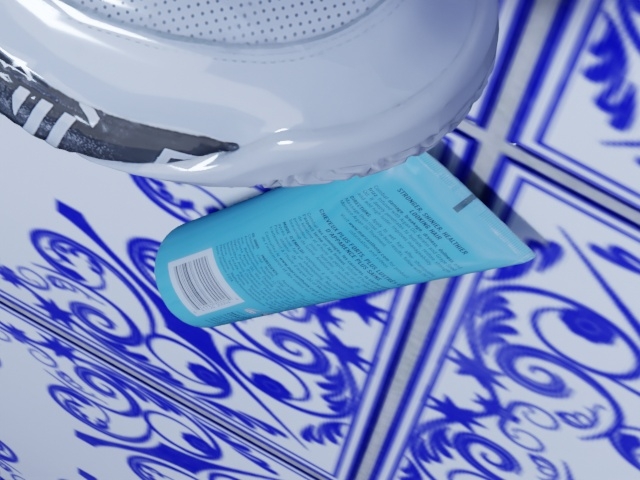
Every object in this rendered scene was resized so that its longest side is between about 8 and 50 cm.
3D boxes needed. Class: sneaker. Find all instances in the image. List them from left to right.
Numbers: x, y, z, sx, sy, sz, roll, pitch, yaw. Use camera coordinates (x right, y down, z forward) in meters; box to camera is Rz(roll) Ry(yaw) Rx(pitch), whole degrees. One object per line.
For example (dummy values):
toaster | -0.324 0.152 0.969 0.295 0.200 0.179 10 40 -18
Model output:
sneaker | -0.107 -0.155 0.546 0.366 0.137 0.210 31 160 9

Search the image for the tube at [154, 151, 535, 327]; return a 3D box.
tube | 0.000 0.000 0.851 0.080 0.052 0.207 37 152 -25
